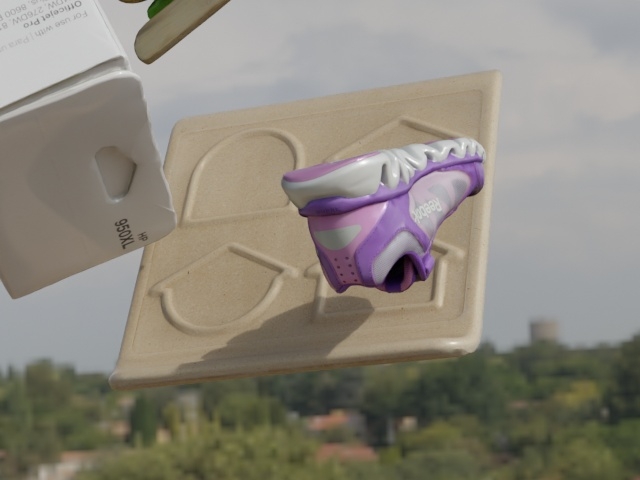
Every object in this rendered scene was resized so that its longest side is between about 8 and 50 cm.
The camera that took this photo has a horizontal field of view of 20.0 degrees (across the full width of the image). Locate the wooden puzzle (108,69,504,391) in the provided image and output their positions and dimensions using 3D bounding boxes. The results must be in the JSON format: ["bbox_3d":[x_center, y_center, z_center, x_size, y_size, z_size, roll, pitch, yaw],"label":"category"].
[{"bbox_3d":[0.000,0.000,1.594,0.322,0.348,0.080,-7,-46,19],"label":"wooden puzzle"}]

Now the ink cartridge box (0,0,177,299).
[{"bbox_3d":[-0.284,-0.192,1.530,0.166,0.395,0.285,-25,-27,-8],"label":"ink cartridge box"}]

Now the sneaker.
[{"bbox_3d":[0.056,-0.016,1.335,0.095,0.104,0.236,-14,2,29],"label":"sneaker"}]

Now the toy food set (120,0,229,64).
[{"bbox_3d":[-0.078,-0.195,1.051,0.132,0.192,0.038,-35,-34,17],"label":"toy food set"}]
